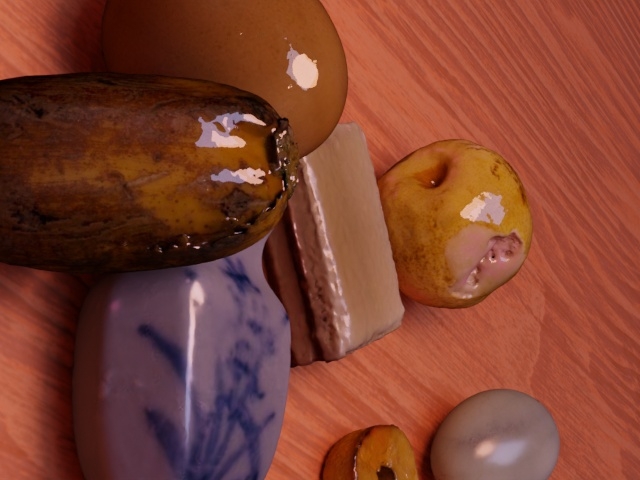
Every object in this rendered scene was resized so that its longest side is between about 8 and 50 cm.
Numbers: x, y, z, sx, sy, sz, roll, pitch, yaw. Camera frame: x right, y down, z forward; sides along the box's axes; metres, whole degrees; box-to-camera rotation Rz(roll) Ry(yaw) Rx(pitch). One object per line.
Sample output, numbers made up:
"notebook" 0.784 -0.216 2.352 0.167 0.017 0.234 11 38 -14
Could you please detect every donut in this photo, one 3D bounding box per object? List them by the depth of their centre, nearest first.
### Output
"donut" 0.069 0.349 1.544 0.190 0.074 0.174 -33 106 -58

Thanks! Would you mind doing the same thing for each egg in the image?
"egg" -0.109 -0.215 1.251 0.250 0.322 0.250 -36 147 -28
"egg" 0.280 0.337 1.748 0.264 0.182 0.183 -10 89 -49

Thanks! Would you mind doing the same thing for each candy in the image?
"candy" 0.000 0.000 1.492 0.179 0.135 0.321 -12 91 -57

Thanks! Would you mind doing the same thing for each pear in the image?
"pear" 0.206 -0.019 1.686 0.271 0.271 0.271 20 64 -51

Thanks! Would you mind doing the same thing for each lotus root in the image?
"lotus root" -0.217 -0.067 1.059 0.179 0.397 0.196 99 -12 -62

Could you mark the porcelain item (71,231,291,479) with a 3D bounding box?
"porcelain item" -0.153 0.143 1.195 0.242 0.178 0.405 27 62 -50
